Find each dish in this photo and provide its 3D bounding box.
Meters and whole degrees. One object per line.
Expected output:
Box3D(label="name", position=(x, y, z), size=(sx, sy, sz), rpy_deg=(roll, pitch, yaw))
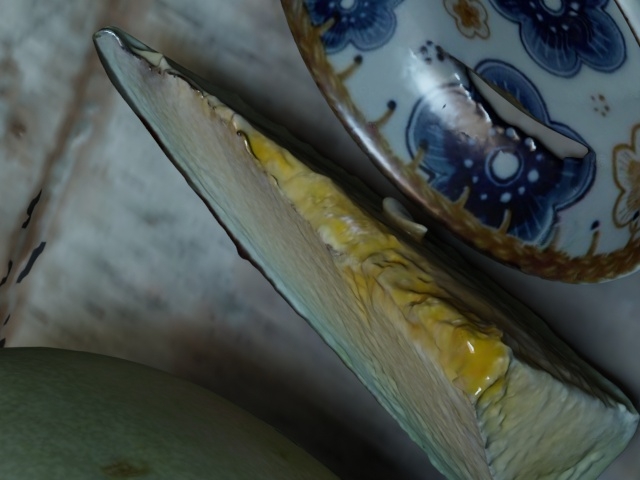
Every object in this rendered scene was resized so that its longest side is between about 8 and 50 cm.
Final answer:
Box3D(label="dish", position=(0.062, -0.066, 0.485), size=(0.141, 0.078, 0.141), rpy_deg=(37, 150, 26))

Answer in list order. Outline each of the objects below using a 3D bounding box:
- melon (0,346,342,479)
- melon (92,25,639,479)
Box3D(label="melon", position=(-0.074, 0.177, 0.473), size=(0.268, 0.268, 0.330), rpy_deg=(-37, 68, 29))
Box3D(label="melon", position=(0.004, 0.004, 0.515), size=(0.054, 0.098, 0.182), rpy_deg=(-47, 53, 0))
